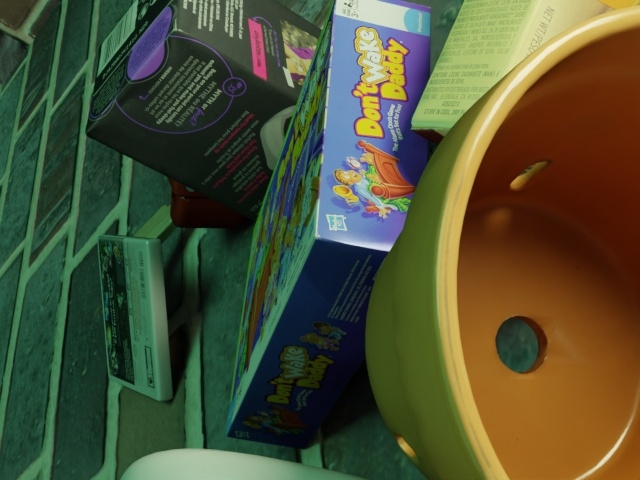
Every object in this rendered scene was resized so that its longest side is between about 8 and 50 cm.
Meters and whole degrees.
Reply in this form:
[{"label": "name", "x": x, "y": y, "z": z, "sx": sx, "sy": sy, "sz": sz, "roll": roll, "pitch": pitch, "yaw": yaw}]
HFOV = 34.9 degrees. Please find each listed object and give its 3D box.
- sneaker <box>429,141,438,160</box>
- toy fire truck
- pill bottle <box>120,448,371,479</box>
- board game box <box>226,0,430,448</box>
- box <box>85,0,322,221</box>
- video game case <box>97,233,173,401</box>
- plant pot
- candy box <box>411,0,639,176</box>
[{"label": "sneaker", "x": 0.125, "y": -0.075, "z": 0.841, "sx": 0.275, "sy": 0.107, "sz": 0.110, "roll": -48, "pitch": 24, "yaw": 24}, {"label": "toy fire truck", "x": -0.171, "y": -0.059, "z": 1.272, "sx": 0.217, "sy": 0.158, "sz": 0.246, "roll": -124, "pitch": 38, "yaw": -61}, {"label": "pill bottle", "x": -0.048, "y": 0.339, "z": 0.546, "sx": 0.229, "sy": 0.229, "sz": 0.408, "roll": -20, "pitch": 51, "yaw": 50}, {"label": "board game box", "x": 0.000, "y": 0.000, "z": 0.853, "sx": 0.347, "sy": 0.078, "sz": 0.233, "roll": 114, "pitch": 164, "yaw": -54}, {"label": "box", "x": -0.074, "y": -0.139, "z": 1.026, "sx": 0.165, "sy": 0.270, "sz": 0.143, "roll": -40, "pitch": 37, "yaw": 34}, {"label": "video game case", "x": -0.229, "y": 0.089, "z": 1.249, "sx": 0.173, "sy": 0.022, "sz": 0.190, "roll": 4, "pitch": 99, "yaw": 58}, {"label": "plant pot", "x": 0.152, "y": 0.050, "z": 0.545, "sx": 0.203, "sy": 0.290, "sz": 0.291, "roll": 149, "pitch": 141, "yaw": -68}, {"label": "candy box", "x": 0.209, "y": -0.177, "z": 0.702, "sx": 0.087, "sy": 0.183, "sz": 0.316, "roll": 13, "pitch": 78, "yaw": 59}]
